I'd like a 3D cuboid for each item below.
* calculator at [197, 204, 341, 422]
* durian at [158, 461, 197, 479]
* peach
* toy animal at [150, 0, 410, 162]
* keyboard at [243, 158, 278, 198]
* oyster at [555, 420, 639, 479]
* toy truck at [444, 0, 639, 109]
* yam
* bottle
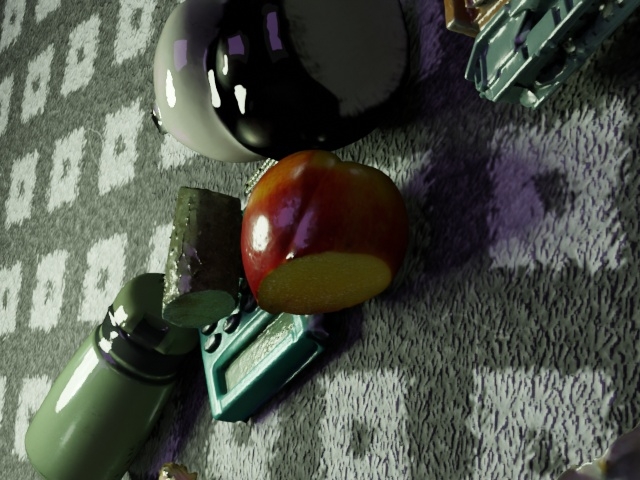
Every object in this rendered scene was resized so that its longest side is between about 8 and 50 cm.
[{"bbox_3d":[-0.086,0.074,1.249,0.248,0.058,0.274,-45,45,34],"label":"calculator"},{"bbox_3d":[-0.144,0.421,1.184,0.341,0.112,0.191,31,114,61],"label":"durian"},{"bbox_3d":[0.000,0.000,1.047,0.190,0.190,0.192,20,97,54],"label":"peach"},{"bbox_3d":[-0.068,-0.201,1.154,0.310,0.251,0.251,-19,65,50],"label":"toy animal"},{"bbox_3d":[-0.064,-0.098,1.308,0.129,0.015,0.049,-46,46,35],"label":"keyboard"},{"bbox_3d":[0.260,0.295,0.679,0.238,0.114,0.351,-16,71,41],"label":"oyster"},{"bbox_3d":[0.234,-0.259,0.797,0.338,0.133,0.184,138,138,-57],"label":"toy truck"},{"bbox_3d":[-0.149,0.013,1.224,0.107,0.107,0.183,-22,60,48],"label":"yam"},{"bbox_3d":[-0.294,0.205,1.404,0.347,0.168,0.168,-56,41,20],"label":"bottle"}]
